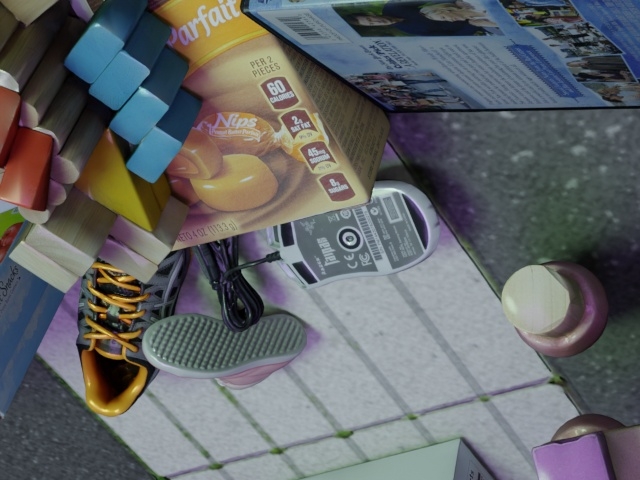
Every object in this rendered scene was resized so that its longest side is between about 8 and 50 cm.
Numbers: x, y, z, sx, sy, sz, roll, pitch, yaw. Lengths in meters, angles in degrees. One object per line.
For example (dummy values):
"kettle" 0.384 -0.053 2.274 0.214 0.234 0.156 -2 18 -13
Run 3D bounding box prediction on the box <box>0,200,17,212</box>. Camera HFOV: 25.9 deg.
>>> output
"box" -0.236 -0.085 0.947 0.137 0.072 0.126 -19 124 30

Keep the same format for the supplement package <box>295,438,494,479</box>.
"supplement package" 0.089 0.339 1.170 0.199 0.198 0.262 -20 125 31

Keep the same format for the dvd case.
"dvd case" 0.107 -0.109 0.767 0.253 0.022 0.180 2 167 31

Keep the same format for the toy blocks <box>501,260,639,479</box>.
"toy blocks" 0.281 0.146 0.905 0.288 0.309 0.260 -11 171 15

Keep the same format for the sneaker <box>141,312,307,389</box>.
"sneaker" -0.082 0.089 1.056 0.134 0.051 0.070 -1 154 -34

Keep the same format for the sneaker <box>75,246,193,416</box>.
"sneaker" -0.145 0.046 1.039 0.084 0.083 0.215 10 133 8

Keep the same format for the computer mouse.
"computer mouse" 0.000 0.000 0.980 0.193 0.042 0.106 -13 109 27

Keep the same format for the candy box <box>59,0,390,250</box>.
"candy box" -0.109 -0.141 0.846 0.183 0.087 0.316 -14 128 26

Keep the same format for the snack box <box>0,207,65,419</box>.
"snack box" -0.298 0.069 1.038 0.207 0.174 0.070 -18 124 28

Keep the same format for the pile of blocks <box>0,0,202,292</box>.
"pile of blocks" -0.152 -0.099 0.758 0.149 0.112 0.362 -6 130 22
